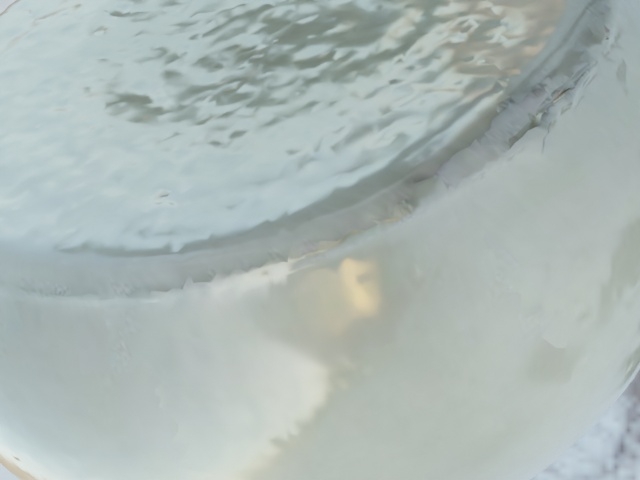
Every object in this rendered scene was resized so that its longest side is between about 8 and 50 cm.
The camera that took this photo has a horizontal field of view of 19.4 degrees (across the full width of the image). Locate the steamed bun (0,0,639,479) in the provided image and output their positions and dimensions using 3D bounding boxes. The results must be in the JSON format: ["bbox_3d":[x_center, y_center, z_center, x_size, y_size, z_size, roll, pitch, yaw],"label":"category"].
[{"bbox_3d":[0.000,0.000,0.537,0.232,0.231,0.145,-116,5,-57],"label":"steamed bun"}]
